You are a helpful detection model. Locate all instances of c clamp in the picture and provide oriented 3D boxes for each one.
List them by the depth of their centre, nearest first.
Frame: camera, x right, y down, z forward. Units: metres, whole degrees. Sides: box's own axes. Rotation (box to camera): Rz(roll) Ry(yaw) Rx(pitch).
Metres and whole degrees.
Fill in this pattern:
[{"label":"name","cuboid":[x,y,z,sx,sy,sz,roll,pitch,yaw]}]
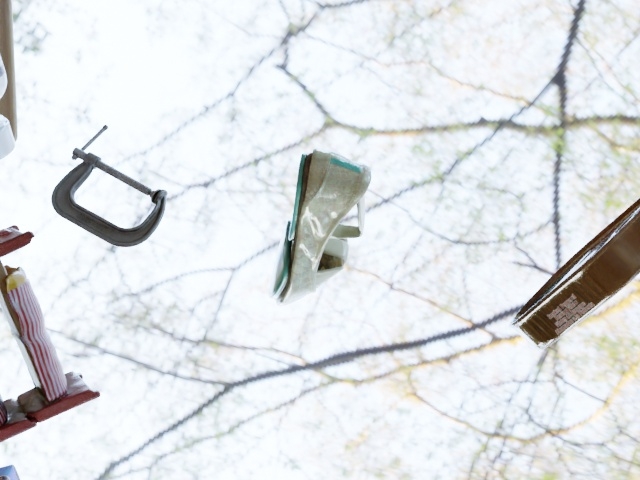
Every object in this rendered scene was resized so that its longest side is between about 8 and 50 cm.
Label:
[{"label":"c clamp","cuboid":[-0.248,-0.063,1.513,0.161,0.022,0.137,33,-120,19]}]

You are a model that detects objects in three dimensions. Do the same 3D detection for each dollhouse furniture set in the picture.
[{"label":"dollhouse furniture set","cuboid":[-0.401,0.088,1.471,0.374,0.152,0.201,16,-52,66]}]

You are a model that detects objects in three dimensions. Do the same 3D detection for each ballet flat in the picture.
[{"label":"ballet flat","cuboid":[0.000,0.000,0.851,0.052,0.168,0.057,10,-121,-5]}]

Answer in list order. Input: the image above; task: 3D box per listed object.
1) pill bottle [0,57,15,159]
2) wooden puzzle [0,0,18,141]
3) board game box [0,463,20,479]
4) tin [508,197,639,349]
[{"label":"pill bottle","cuboid":[-0.423,-0.204,1.334,0.153,0.153,0.264,3,-64,39]},{"label":"wooden puzzle","cuboid":[-0.509,-0.222,1.596,0.044,0.239,0.220,-108,-160,-57]},{"label":"board game box","cuboid":[-0.421,0.371,1.242,0.232,0.291,0.141,-14,-74,4]},{"label":"tin","cuboid":[0.214,0.022,0.970,0.106,0.040,0.189,-47,177,-34]}]
